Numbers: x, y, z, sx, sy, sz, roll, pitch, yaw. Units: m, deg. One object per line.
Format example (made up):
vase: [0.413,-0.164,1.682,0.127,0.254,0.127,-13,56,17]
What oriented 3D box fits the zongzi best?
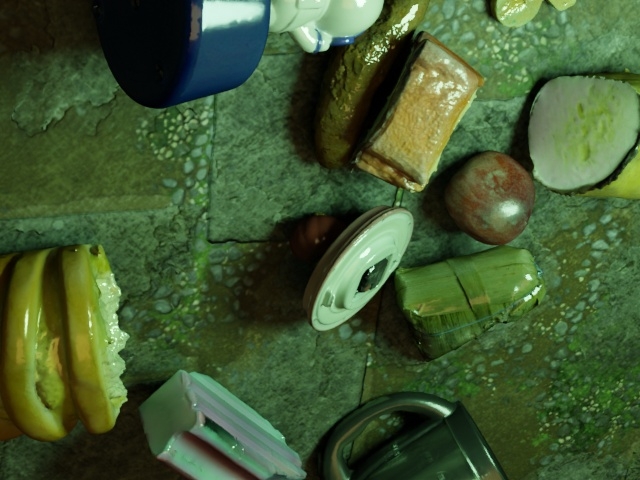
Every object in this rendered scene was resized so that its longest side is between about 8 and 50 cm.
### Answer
zongzi: [0.272,0.125,1.957,0.251,0.125,0.274,-12,143,10]

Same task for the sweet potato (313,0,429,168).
sweet potato: [0.059,-0.254,1.673,0.114,0.092,0.341,-2,125,-51]

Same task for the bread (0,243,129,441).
bread: [-0.413,0.169,1.673,0.270,0.211,0.315,-8,121,-16]

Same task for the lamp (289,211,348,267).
lamp: [0.000,0.000,1.810,0.101,0.090,0.101,-4,159,-1]

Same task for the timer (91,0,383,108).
timer: [-0.079,-0.323,1.498,0.383,0.270,0.270,-10,126,-34]

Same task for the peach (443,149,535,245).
peach: [0.286,-0.060,1.856,0.152,0.152,0.152,-11,124,-16]

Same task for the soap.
soap: [-0.158,0.346,1.904,0.109,0.193,0.324,-41,128,9]

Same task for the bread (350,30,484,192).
bread: [0.146,-0.184,1.695,0.123,0.190,0.244,29,110,0]

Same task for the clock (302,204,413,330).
clock: [0.065,0.047,1.817,0.244,0.056,0.244,-43,157,-23]

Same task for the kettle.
kettle: [0.157,0.441,2.104,0.324,0.228,0.321,-31,101,4]

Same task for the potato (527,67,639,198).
potato: [0.507,-0.171,1.852,0.266,0.229,0.229,3,121,-41]

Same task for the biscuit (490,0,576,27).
biscuit: [0.355,-0.419,1.723,0.234,0.030,0.153,-43,126,8]
